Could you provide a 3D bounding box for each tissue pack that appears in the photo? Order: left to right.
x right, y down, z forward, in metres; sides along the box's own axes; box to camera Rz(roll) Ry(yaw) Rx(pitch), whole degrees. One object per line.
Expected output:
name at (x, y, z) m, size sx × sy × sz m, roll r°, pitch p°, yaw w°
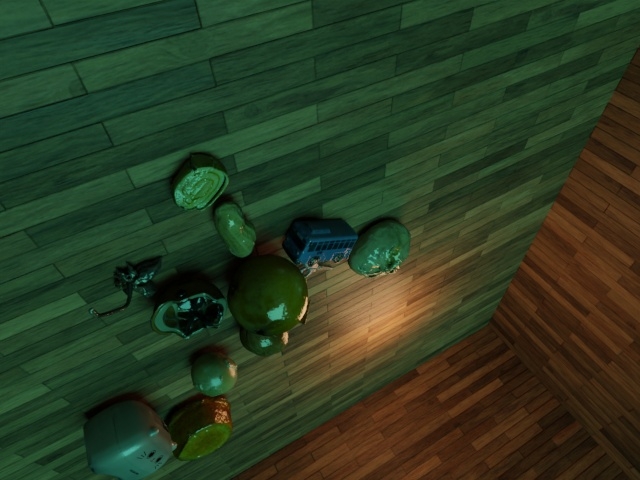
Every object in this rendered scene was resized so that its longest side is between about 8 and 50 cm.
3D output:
tissue pack at (-0.700, 0.745, 1.571) m, size 0.235 × 0.229 × 0.333 m, roll -24°, pitch 143°, yaw -16°

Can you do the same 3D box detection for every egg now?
egg at (-0.408, 0.516, 1.617) m, size 0.164 × 0.164 × 0.201 m, roll -39°, pitch 137°, yaw 4°

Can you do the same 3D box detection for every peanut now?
peanut at (-0.242, -0.032, 1.198) m, size 0.098 × 0.090 × 0.214 m, roll -21°, pitch 144°, yaw -1°

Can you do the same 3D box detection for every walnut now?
walnut at (-0.215, 0.359, 1.605) m, size 0.167 × 0.167 × 0.207 m, roll -41°, pitch 140°, yaw 6°

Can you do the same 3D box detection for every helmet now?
helmet at (-0.403, 0.194, 1.286) m, size 0.224 × 0.130 × 0.199 m, roll -8°, pitch 133°, yaw -17°

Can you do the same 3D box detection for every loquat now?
loquat at (-0.168, 0.171, 1.345) m, size 0.263 × 0.263 × 0.263 m, roll -23°, pitch 142°, yaw -19°

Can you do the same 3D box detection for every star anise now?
star anise at (-0.489, 0.139, 1.089) m, size 0.148 × 0.227 × 0.218 m, roll -34°, pitch 134°, yaw 8°

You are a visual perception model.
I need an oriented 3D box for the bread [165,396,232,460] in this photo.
bread at (-0.532, 0.832, 1.863) m, size 0.312 × 0.172 × 0.312 m, roll -22°, pitch 140°, yaw -20°

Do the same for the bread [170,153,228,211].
bread at (-0.305, -0.140, 1.046) m, size 0.156 × 0.064 × 0.117 m, roll -44°, pitch 140°, yaw 12°

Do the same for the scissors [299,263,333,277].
scissors at (-0.010, 0.103, 1.609) m, size 0.189 × 0.015 × 0.100 m, roll 7°, pitch 116°, yaw -51°

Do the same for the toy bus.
toy bus at (0.000, 0.000, 1.421) m, size 0.233 × 0.116 × 0.134 m, roll -4°, pitch 134°, yaw -40°

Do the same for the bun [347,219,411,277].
bun at (0.250, 0.053, 1.666) m, size 0.287 × 0.146 × 0.287 m, roll -25°, pitch 145°, yaw -19°

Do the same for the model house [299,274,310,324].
model house at (-0.126, 0.230, 1.554) m, size 0.207 × 0.136 × 0.219 m, roll -44°, pitch 144°, yaw 11°
